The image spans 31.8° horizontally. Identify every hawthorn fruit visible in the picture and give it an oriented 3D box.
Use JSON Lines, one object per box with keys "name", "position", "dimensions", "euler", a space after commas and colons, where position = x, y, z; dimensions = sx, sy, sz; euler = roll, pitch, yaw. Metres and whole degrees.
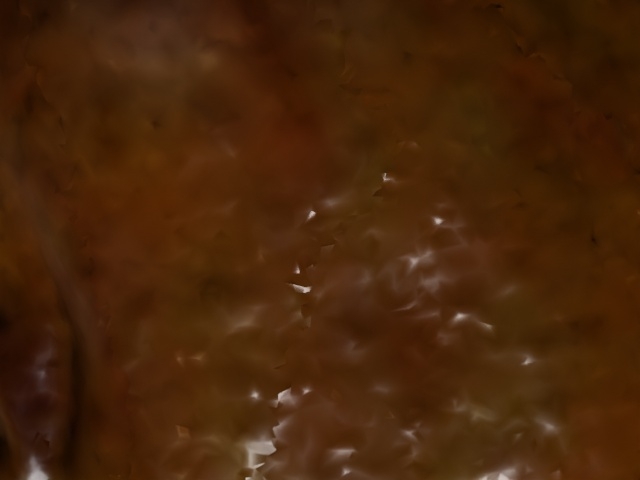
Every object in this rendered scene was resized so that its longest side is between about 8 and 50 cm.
{"name": "hawthorn fruit", "position": [0.000, 0.000, 0.509], "dimensions": [0.472, 0.472, 0.472], "euler": [6, 155, 3]}
